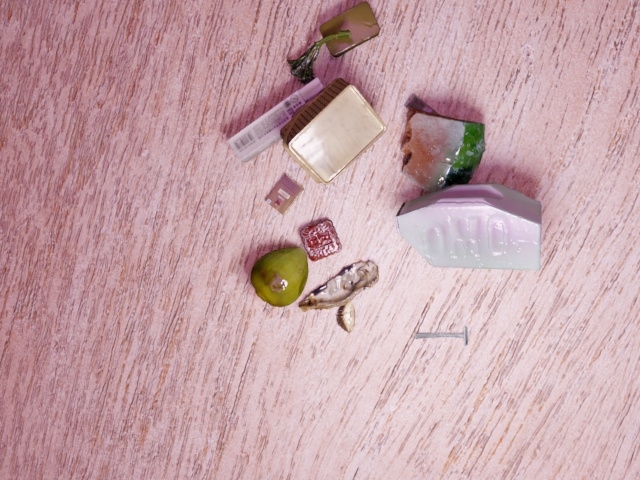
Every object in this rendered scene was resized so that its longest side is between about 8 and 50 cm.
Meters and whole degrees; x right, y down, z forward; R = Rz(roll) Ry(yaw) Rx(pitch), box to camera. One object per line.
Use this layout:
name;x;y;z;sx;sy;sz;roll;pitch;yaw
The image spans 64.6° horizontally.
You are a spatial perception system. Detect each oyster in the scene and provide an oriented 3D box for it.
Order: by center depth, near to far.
oyster;0.070;0.183;1.893;0.344;0.078;0.129;-29;56;13

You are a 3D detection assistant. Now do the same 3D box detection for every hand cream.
hand cream;0.380;-0.461;1.823;0.165;0.037;0.057;41;99;11

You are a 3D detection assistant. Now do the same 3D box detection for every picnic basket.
picnic basket;0.033;-0.380;1.765;0.313;0.175;0.228;-43;120;6

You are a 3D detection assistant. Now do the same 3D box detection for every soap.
soap;0.483;-0.043;1.656;0.445;0.156;0.262;2;123;25

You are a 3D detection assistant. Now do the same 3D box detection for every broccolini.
broccolini;0.002;-0.653;1.808;0.271;0.062;0.123;-23;93;30

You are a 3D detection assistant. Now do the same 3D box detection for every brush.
brush;0.106;-0.757;1.824;0.197;0.059;0.123;-25;94;10

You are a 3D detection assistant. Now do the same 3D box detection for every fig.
fig;-0.141;0.130;1.854;0.230;0.207;0.207;-40;88;10

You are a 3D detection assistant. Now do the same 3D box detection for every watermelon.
watermelon;0.409;-0.300;1.750;0.301;0.151;0.265;18;111;11

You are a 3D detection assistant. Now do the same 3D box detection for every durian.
durian;0.094;0.290;1.921;0.066;0.052;0.131;-4;98;-30

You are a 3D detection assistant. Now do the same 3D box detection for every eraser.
eraser;-0.148;-0.441;1.867;0.403;0.096;0.098;-32;88;9

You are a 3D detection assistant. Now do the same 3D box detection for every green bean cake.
green bean cake;0.000;0.000;1.897;0.135;0.056;0.136;-22;91;11

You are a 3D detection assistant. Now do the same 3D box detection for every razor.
razor;0.445;0.352;1.865;0.191;0.037;0.068;-2;89;11

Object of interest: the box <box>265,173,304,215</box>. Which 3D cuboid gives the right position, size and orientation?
box;-0.135;-0.173;1.921;0.090;0.023;0.133;38;99;6
